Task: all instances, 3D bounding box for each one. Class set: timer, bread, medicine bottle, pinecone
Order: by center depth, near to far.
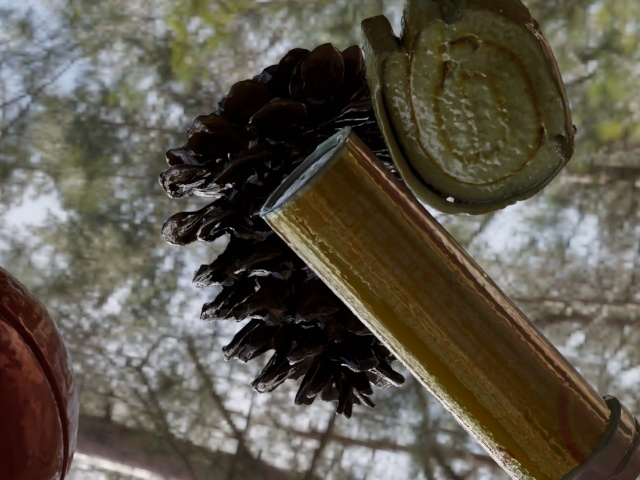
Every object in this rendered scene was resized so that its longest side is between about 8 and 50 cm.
[{"bbox_3d":[0.065,0.044,0.606,0.218,0.074,0.074,46,-130,-11],"label":"medicine bottle"},{"bbox_3d":[0.092,-0.092,0.767,0.064,0.117,0.156,-77,-30,-58],"label":"bread"},{"bbox_3d":[0.002,-0.002,0.974,0.246,0.246,0.292,24,-134,-57],"label":"pinecone"},{"bbox_3d":[-0.427,0.173,1.185,0.279,0.378,0.378,-79,-16,-70],"label":"timer"}]
